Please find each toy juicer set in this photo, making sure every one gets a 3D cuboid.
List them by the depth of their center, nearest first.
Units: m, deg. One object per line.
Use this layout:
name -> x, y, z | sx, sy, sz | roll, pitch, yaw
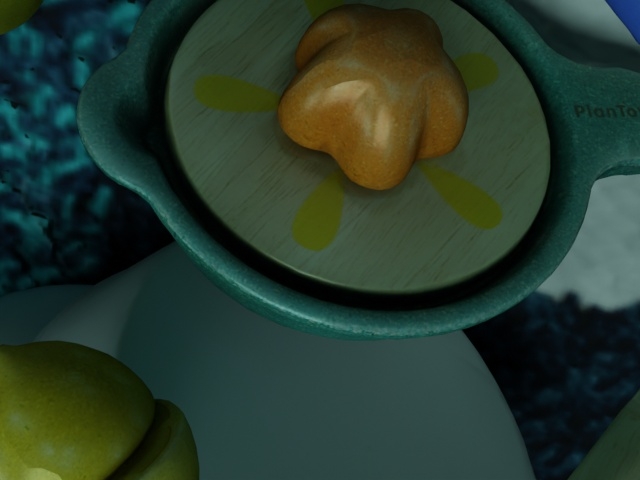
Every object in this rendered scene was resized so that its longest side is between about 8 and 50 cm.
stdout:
toy juicer set -> 0.000, 0.000, 0.475 | 0.329, 0.209, 0.089 | 22, 145, -3

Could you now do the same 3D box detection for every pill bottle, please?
pill bottle -> -0.122, 0.150, 0.660 | 0.224, 0.224, 0.392 | 41, 133, -23

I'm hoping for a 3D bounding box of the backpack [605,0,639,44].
backpack -> 0.094, -0.106, 0.365 | 0.101, 0.098, 0.120 | 51, 135, 8
